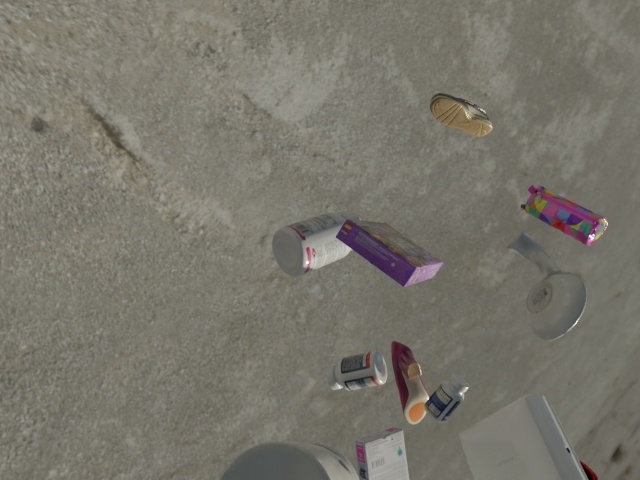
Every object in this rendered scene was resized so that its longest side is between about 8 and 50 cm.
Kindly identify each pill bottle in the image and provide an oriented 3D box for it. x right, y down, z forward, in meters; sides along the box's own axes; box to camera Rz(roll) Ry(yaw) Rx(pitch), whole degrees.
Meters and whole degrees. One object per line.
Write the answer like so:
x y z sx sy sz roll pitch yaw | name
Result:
0.328 0.407 1.275 0.067 0.067 0.120 17 112 -44 | pill bottle
0.115 0.428 1.601 0.180 0.108 0.108 -19 141 24 | pill bottle
0.000 0.000 1.586 0.283 0.160 0.160 -20 125 -38 | pill bottle

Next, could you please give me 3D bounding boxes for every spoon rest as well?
0.461 0.088 1.007 0.084 0.276 0.137 25 124 -13 | spoon rest

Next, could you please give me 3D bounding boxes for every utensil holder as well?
-0.068 0.684 1.262 0.327 0.328 0.385 -47 156 -11 | utensil holder

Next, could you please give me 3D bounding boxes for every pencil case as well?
0.731 -0.079 1.486 0.104 0.236 0.104 -26 135 -28 | pencil case

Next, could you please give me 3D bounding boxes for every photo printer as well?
0.470 0.544 1.118 0.107 0.307 0.256 11 136 -29 | photo printer

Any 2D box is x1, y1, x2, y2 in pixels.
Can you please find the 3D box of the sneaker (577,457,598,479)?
0.872 0.826 1.613 0.087 0.221 0.128 -25 165 2 | sneaker

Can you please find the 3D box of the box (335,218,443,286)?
0.184 0.026 1.237 0.057 0.201 0.293 -58 159 14 | box

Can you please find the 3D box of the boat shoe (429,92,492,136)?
0.513 -0.473 1.811 0.285 0.092 0.103 16 145 -25 | boat shoe

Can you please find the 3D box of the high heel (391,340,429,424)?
0.243 0.405 1.401 0.082 0.117 0.244 -21 118 -10 | high heel

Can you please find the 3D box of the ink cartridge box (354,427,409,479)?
0.222 0.827 1.695 0.186 0.065 0.311 -2 80 -36 | ink cartridge box
